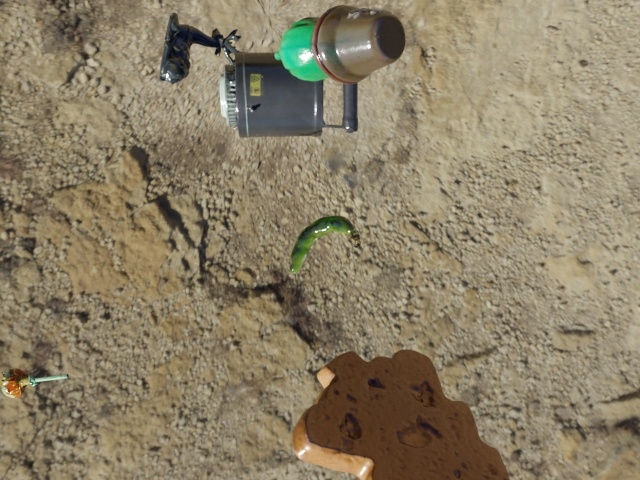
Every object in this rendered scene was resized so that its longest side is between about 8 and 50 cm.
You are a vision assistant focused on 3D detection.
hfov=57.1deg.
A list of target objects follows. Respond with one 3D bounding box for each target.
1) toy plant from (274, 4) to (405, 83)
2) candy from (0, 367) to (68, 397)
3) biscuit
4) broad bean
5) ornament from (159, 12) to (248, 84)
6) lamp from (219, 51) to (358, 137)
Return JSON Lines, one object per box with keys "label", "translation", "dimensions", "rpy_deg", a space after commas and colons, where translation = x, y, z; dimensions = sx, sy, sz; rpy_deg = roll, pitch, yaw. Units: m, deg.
{"label": "toy plant", "translation": [0.024, -0.275, 0.833], "dimensions": [0.143, 0.201, 0.105], "rpy_deg": [-19, 112, -43]}
{"label": "candy", "translation": [-0.530, 0.259, 1.091], "dimensions": [0.185, 0.049, 0.055], "rpy_deg": [-12, 90, 29]}
{"label": "biscuit", "translation": [0.117, 0.256, 0.732], "dimensions": [0.284, 0.306, 0.043], "rpy_deg": [-14, 136, -48]}
{"label": "broad bean", "translation": [0.000, 0.000, 1.869], "dimensions": [0.292, 0.143, 0.049], "rpy_deg": [-24, 156, 32]}
{"label": "ornament", "translation": [-0.298, -0.488, 1.567], "dimensions": [0.236, 0.080, 0.202], "rpy_deg": [10, 74, -18]}
{"label": "lamp", "translation": [-0.108, -0.350, 1.424], "dimensions": [0.272, 0.374, 0.204], "rpy_deg": [-8, 106, -23]}
